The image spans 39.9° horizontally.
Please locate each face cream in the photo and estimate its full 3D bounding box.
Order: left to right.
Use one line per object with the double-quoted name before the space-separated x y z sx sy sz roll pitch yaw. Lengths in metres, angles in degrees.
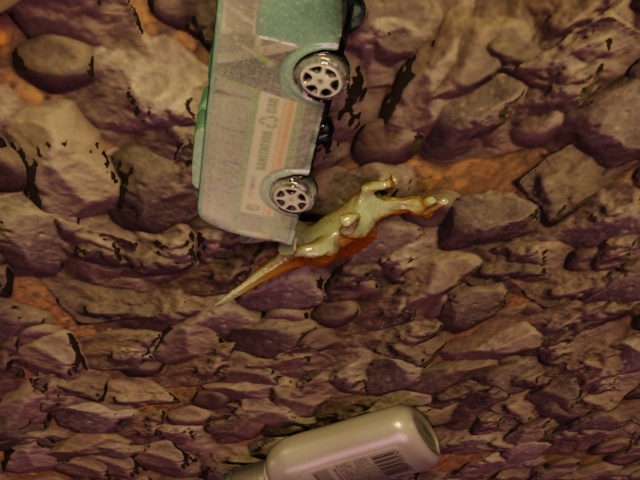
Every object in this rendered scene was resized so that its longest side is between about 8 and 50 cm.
"face cream" 0.007 0.295 1.165 0.291 0.071 0.144 -21 140 16

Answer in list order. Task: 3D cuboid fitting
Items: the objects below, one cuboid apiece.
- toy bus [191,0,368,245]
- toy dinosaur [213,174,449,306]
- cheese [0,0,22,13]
"toy bus" -0.033 -0.106 0.636 0.109 0.091 0.261 10 139 -5
"toy dinosaur" 0.001 -0.001 0.815 0.142 0.057 0.212 -1 158 -40
"cheese" -0.238 -0.154 0.560 0.192 0.037 0.097 -27 171 37
